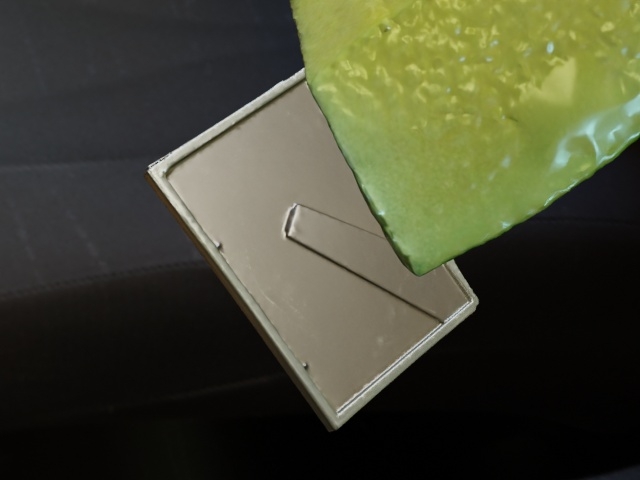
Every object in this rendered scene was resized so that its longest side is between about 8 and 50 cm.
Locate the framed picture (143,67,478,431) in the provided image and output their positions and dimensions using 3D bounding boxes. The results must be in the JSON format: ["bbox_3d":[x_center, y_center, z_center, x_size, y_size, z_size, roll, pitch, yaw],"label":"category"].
[{"bbox_3d":[0.000,0.000,1.008,0.189,0.260,0.023,-38,4,-31],"label":"framed picture"}]

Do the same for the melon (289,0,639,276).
[{"bbox_3d":[0.120,-0.150,0.517,0.323,0.124,0.196,-42,40,22],"label":"melon"}]
